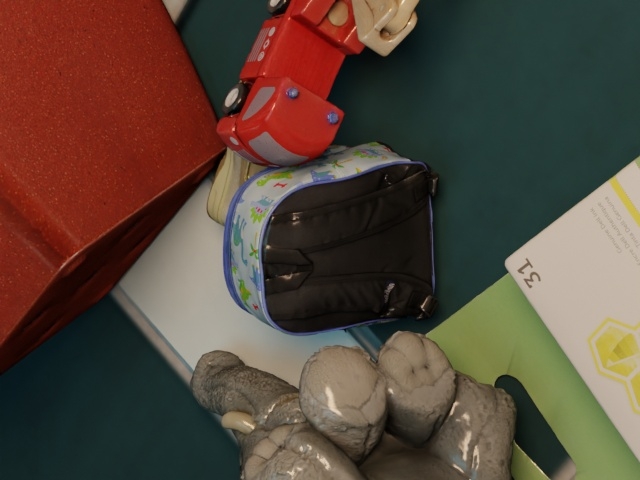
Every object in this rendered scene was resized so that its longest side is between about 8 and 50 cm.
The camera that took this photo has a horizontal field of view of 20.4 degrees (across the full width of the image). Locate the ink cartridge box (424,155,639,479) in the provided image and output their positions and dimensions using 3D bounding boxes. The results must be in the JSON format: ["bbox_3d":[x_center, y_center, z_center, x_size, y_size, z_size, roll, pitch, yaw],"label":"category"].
[{"bbox_3d":[0.158,0.073,0.950,0.235,0.056,0.171,-40,79,38],"label":"ink cartridge box"}]

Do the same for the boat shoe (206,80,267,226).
[{"bbox_3d":[-0.030,-0.057,1.067,0.045,0.050,0.135,35,134,22],"label":"boat shoe"}]

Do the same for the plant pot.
[{"bbox_3d":[-0.221,-0.059,1.098,0.236,0.267,0.267,45,129,3],"label":"plant pot"}]

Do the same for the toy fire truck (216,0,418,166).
[{"bbox_3d":[0.024,-0.128,0.944,0.135,0.047,0.192,3,66,60],"label":"toy fire truck"}]

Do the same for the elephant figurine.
[{"bbox_3d":[0.010,0.151,1.049,0.169,0.186,0.239,25,155,-15],"label":"elephant figurine"}]

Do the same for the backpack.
[{"bbox_3d":[0.000,0.000,1.014,0.084,0.114,0.105,27,124,53],"label":"backpack"}]
